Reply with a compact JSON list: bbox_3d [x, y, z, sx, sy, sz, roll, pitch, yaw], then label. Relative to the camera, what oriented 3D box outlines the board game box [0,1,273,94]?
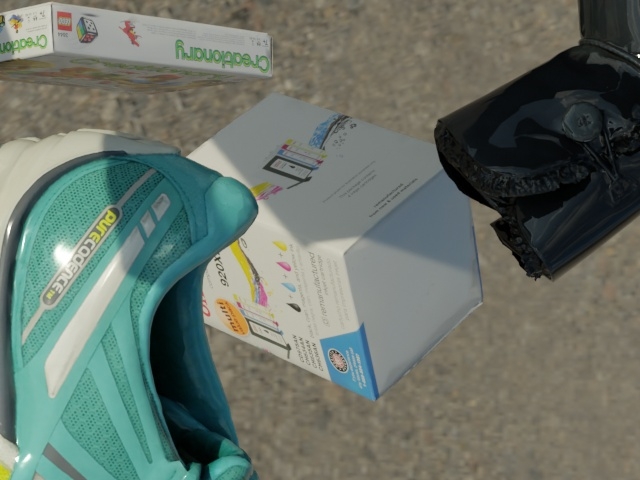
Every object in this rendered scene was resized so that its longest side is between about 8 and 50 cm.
[{"bbox_3d":[-0.222,-0.195,1.545,0.305,0.193,0.053,-1,88,-49],"label":"board game box"}]

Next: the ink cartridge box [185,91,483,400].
[{"bbox_3d":[0.000,0.000,1.348,0.168,0.233,0.171,-40,133,-32],"label":"ink cartridge box"}]

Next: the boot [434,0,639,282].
[{"bbox_3d":[0.159,-0.120,0.960,0.207,0.094,0.246,-29,84,0],"label":"boot"}]

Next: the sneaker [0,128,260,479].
[{"bbox_3d":[-0.077,0.100,0.521,0.110,0.107,0.275,6,100,10],"label":"sneaker"}]

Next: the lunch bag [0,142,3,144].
[{"bbox_3d":[-0.404,0.030,1.508,0.243,0.115,0.303,26,98,13],"label":"lunch bag"}]
